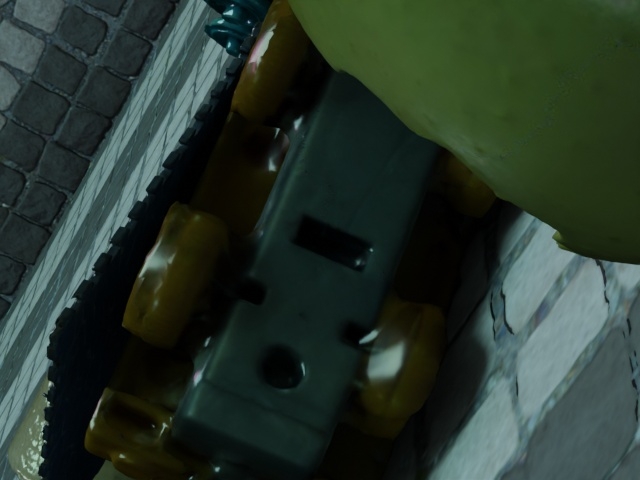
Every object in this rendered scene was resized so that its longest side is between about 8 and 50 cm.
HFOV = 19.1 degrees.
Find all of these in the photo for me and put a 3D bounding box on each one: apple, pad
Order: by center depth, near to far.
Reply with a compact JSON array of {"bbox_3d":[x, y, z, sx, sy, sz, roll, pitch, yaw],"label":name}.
[{"bbox_3d":[0.115,-0.127,0.693,0.279,0.279,0.279,-58,13,22],"label":"apple"},{"bbox_3d":[-0.105,0.036,1.146,0.270,0.012,0.269,105,-168,-54],"label":"pad"}]

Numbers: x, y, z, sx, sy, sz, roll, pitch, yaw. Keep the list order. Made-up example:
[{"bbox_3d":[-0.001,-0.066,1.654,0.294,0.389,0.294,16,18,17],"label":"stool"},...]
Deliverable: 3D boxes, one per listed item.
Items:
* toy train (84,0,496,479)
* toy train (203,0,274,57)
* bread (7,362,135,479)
[{"bbox_3d":[0.000,0.000,1.085,0.232,0.163,0.369,115,177,-64],"label":"toy train"},{"bbox_3d":[-0.009,-0.189,1.474,0.198,0.154,0.107,99,-166,-76],"label":"toy train"},{"bbox_3d":[-0.130,0.128,1.356,0.141,0.148,0.134,-62,9,6],"label":"bread"}]
